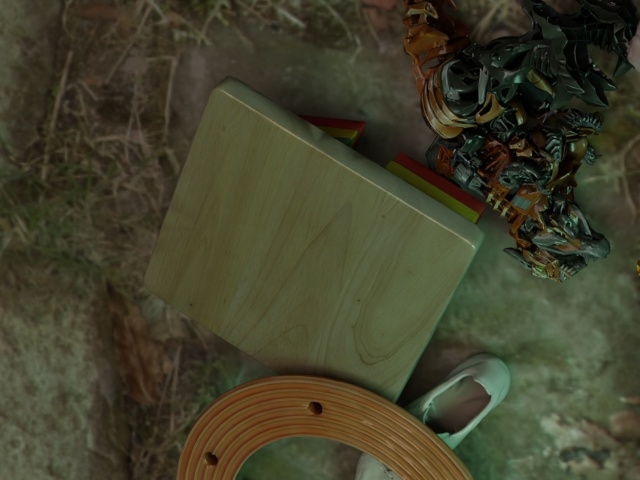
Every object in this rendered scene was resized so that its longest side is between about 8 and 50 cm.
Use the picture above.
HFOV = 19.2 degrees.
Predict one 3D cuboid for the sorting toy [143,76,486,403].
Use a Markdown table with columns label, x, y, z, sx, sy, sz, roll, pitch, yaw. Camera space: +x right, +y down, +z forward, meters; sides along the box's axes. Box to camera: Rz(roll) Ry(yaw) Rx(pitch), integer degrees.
| label | x | y | z | sx | sy | sz | roll | pitch | yaw |
| --- | --- | --- | --- | --- | --- | --- | --- | --- | --- |
| sorting toy | 0.000 | 0.000 | 1.653 | 0.255 | 0.089 | 0.257 | 32 | 134 | 8 |

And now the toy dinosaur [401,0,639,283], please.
| label | x | y | z | sx | sy | sz | roll | pitch | yaw |
| --- | --- | --- | --- | --- | --- | --- | --- | --- | --- |
| toy dinosaur | 0.153 | -0.123 | 1.586 | 0.218 | 0.164 | 0.322 | -30 | 111 | 38 |

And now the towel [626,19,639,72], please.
| label | x | y | z | sx | sy | sz | roll | pitch | yaw |
| --- | --- | --- | --- | --- | --- | --- | --- | --- | --- |
| towel | 0.428 | -0.194 | 1.404 | 0.317 | 0.053 | 0.332 | 21 | 138 | 1 |

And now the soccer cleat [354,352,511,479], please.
| label | x | y | z | sx | sy | sz | roll | pitch | yaw |
| --- | --- | --- | --- | --- | --- | --- | --- | --- | --- |
| soccer cleat | 0.092 | 0.173 | 1.696 | 0.068 | 0.076 | 0.196 | 46 | 112 | 7 |

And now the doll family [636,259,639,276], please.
| label | x | y | z | sx | sy | sz | roll | pitch | yaw |
| --- | --- | --- | --- | --- | --- | --- | --- | --- | --- |
| doll family | 0.351 | 0.015 | 1.547 | 0.163 | 0.118 | 0.263 | -36 | 87 | 22 |

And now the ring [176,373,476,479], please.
| label | x | y | z | sx | sy | sz | roll | pitch | yaw |
| --- | --- | --- | --- | --- | --- | --- | --- | --- | --- |
| ring | 0.018 | 0.268 | 1.729 | 0.337 | 0.032 | 0.336 | 13 | 121 | 23 |
